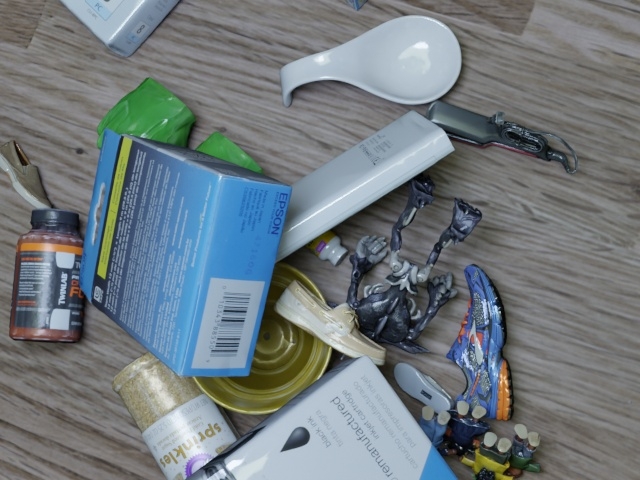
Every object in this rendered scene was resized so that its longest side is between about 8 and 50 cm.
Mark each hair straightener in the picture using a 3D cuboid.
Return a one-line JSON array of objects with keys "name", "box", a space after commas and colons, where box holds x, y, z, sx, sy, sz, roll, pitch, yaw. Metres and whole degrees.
[{"name": "hair straightener", "box": [0.258, -0.147, 1.261, 0.230, 0.089, 0.047, 24, 84, 11]}]

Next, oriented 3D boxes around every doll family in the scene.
[{"name": "doll family", "box": [0.203, 0.287, 1.209, 0.193, 0.111, 0.076, 25, 47, 17]}]

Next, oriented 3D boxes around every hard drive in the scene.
[{"name": "hard drive", "box": [0.025, -0.074, 1.234, 0.307, 0.203, 0.040, -32, 107, 3]}]

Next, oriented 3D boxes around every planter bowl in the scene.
[{"name": "planter bowl", "box": [-0.084, 0.137, 1.271, 0.217, 0.090, 0.217, -1, 83, 7]}]

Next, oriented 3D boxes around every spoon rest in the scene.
[{"name": "spoon rest", "box": [0.070, -0.255, 1.309, 0.276, 0.084, 0.137, -9, 81, 8]}]

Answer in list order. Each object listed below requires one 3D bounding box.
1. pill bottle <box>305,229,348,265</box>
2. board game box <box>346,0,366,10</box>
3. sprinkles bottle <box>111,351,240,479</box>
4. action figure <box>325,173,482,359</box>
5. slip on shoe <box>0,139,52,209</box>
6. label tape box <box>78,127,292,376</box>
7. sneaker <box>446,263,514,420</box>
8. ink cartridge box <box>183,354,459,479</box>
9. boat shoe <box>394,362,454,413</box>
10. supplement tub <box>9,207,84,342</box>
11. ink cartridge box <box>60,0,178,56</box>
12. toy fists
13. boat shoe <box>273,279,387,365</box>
[{"name": "pill bottle", "box": [0.000, 0.000, 1.302, 0.083, 0.043, 0.043, 40, 89, 12]}, {"name": "board game box", "box": [0.093, -0.426, 1.319, 0.026, 0.103, 0.154, 43, 90, 12]}, {"name": "sprinkles bottle", "box": [-0.157, 0.318, 1.243, 0.121, 0.121, 0.355, -35, 78, 3]}, {"name": "action figure", "box": [0.118, 0.050, 1.235, 0.164, 0.141, 0.276, 29, 113, 4]}, {"name": "slip on shoe", "box": [-0.461, -0.102, 1.387, 0.041, 0.051, 0.135, -44, 70, 3]}, {"name": "label tape box", "box": [-0.198, 0.003, 1.178, 0.347, 0.115, 0.249, 25, 105, 52]}, {"name": "sneaker", "box": [0.217, 0.142, 1.232, 0.087, 0.083, 0.221, -6, 79, 13]}, {"name": "ink cartridge box", "box": [-0.029, 0.373, 1.083, 0.395, 0.166, 0.285, -35, 86, -16]}, {"name": "boat shoe", "box": [0.149, 0.209, 1.255, 0.100, 0.035, 0.035, 35, 104, 24]}, {"name": "supplement tub", "box": [-0.406, 0.054, 1.326, 0.106, 0.106, 0.198, 1, 83, 9]}, {"name": "ink cartridge box", "box": [-0.295, -0.533, 1.383, 0.308, 0.091, 0.385, 44, 98, 12]}, {"name": "toy fists", "box": [-0.219, -0.117, 1.325, 0.279, 0.096, 0.142, 40, 78, 17]}, {"name": "boat shoe", "box": [0.020, 0.109, 1.184, 0.170, 0.063, 0.059, 29, 93, 11]}]
